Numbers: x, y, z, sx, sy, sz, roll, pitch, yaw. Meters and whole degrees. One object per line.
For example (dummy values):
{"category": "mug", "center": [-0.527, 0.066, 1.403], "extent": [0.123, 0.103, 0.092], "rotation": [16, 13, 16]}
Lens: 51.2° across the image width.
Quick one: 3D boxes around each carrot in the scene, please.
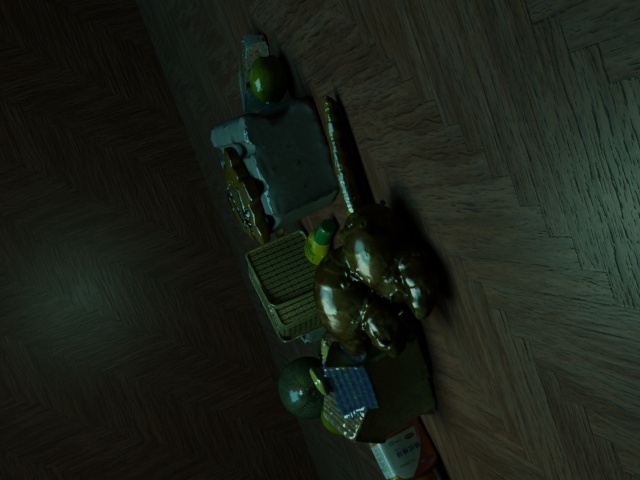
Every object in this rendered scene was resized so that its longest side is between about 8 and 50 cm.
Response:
{"category": "carrot", "center": [0.060, -0.189, 1.575], "extent": [0.066, 0.066, 0.314], "rotation": [-157, 49, -68]}

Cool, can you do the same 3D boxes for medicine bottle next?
{"category": "medicine bottle", "center": [0.244, 0.614, 1.879], "extent": [0.222, 0.150, 0.112], "rotation": [62, 163, 17]}
{"category": "medicine bottle", "center": [0.000, 0.000, 2.004], "extent": [0.260, 0.064, 0.094], "rotation": [116, 135, -70]}

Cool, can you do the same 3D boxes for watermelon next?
{"category": "watermelon", "center": [-0.196, -0.511, 1.955], "extent": [0.241, 0.095, 0.154], "rotation": [102, 152, -61]}

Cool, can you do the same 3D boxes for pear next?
{"category": "pear", "center": [-0.140, -0.433, 1.803], "extent": [0.107, 0.107, 0.131], "rotation": [-158, 64, -68]}

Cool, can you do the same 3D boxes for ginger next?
{"category": "ginger", "center": [0.119, 0.108, 1.481], "extent": [0.274, 0.152, 0.357], "rotation": [41, 119, 17]}

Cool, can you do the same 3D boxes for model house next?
{"category": "model house", "center": [0.108, 0.339, 1.708], "extent": [0.261, 0.266, 0.321], "rotation": [29, 145, 54]}

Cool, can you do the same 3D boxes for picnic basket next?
{"category": "picnic basket", "center": [-0.087, 0.152, 2.204], "extent": [0.312, 0.228, 0.175], "rotation": [61, 166, 23]}

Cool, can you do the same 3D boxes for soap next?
{"category": "soap", "center": [-0.132, -0.203, 1.895], "extent": [0.435, 0.213, 0.350], "rotation": [9, 119, 71]}

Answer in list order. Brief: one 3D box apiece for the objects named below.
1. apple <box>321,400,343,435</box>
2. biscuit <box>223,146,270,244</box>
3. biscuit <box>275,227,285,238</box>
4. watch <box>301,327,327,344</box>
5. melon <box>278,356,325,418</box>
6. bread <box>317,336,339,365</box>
{"category": "apple", "center": [0.094, 0.568, 2.253], "extent": [0.157, 0.196, 0.196], "rotation": [19, 142, 20]}
{"category": "biscuit", "center": [-0.219, -0.104, 1.858], "extent": [0.278, 0.043, 0.301], "rotation": [66, 163, 5]}
{"category": "biscuit", "center": [-0.142, -0.125, 2.244], "extent": [0.183, 0.039, 0.174], "rotation": [-104, 14, -45]}
{"category": "watch", "center": [-0.072, 0.250, 2.469], "extent": [0.253, 0.162, 0.241], "rotation": [50, 169, 53]}
{"category": "melon", "center": [-0.046, 0.569, 2.600], "extent": [0.302, 0.238, 0.237], "rotation": [169, 79, -79]}
{"category": "bread", "center": [0.098, 0.384, 2.083], "extent": [0.260, 0.134, 0.129], "rotation": [-146, 48, -62]}
